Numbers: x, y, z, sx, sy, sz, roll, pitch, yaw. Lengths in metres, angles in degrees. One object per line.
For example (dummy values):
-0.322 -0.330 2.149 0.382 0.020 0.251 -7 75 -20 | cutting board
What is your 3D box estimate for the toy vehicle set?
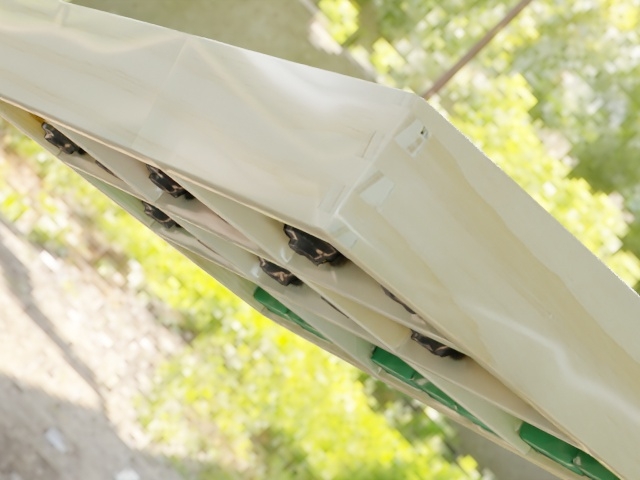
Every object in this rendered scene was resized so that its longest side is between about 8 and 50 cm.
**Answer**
0.000 0.000 0.495 0.166 0.035 0.267 39 -8 -31 | toy vehicle set
